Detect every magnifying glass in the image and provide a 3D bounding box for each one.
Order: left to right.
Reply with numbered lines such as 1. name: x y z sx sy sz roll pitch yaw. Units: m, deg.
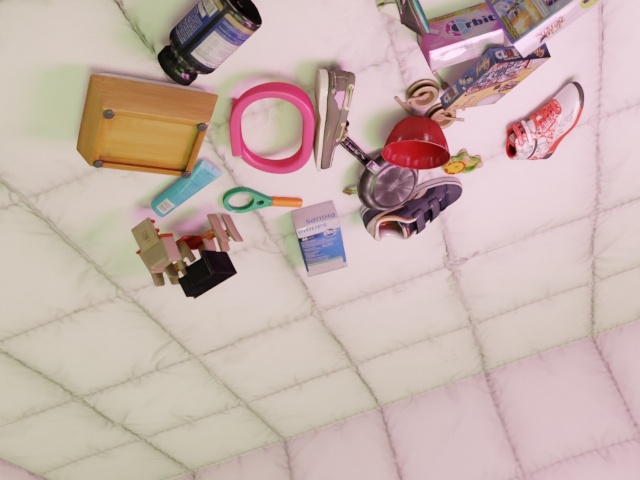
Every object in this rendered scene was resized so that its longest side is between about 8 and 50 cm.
1. magnifying glass: -0.163 -0.110 2.033 0.231 0.026 0.092 0 141 -21

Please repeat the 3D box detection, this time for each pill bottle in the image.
1. pill bottle: -0.239 -0.430 1.508 0.219 0.122 0.123 -35 139 25

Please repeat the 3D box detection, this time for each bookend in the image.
1. bookend: -0.339 0.097 1.992 0.157 0.072 0.156 -31 169 14

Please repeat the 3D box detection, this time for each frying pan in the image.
1. frying pan: 0.177 -0.209 1.986 0.197 0.053 0.326 -30 131 -6

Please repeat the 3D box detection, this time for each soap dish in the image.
1. soap dish: -0.404 -0.259 1.673 0.291 0.118 0.229 4 139 -26

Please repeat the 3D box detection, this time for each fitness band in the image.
1. fitness band: -0.119 -0.272 1.775 0.209 0.054 0.290 3 143 -2

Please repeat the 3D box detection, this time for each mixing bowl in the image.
1. mixing bowl: 0.256 -0.267 1.896 0.182 0.098 0.181 6 161 2

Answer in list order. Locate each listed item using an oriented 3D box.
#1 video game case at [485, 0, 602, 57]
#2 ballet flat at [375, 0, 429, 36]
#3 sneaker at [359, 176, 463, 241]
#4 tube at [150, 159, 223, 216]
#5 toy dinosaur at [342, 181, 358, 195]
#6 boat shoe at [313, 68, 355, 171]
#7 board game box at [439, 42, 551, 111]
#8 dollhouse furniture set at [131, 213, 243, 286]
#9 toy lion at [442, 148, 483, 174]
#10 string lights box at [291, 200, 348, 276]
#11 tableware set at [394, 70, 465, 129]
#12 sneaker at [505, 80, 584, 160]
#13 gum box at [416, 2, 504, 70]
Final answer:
1. video game case: 0.461 -0.550 1.481 0.244 0.269 0.061 -34 142 24
2. ballet flat: 0.154 -0.551 1.530 0.096 0.095 0.280 -15 134 15
3. sneaker: 0.288 -0.082 2.153 0.321 0.127 0.126 -19 142 3
4. tube: -0.361 -0.138 1.908 0.207 0.052 0.080 -34 149 18
5. toy dinosaur: 0.152 -0.163 2.055 0.183 0.053 0.093 -36 138 25
6. boat shoe: 0.030 -0.294 1.795 0.091 0.109 0.305 -4 138 -8
7. board game box: 0.423 -0.398 1.757 0.165 0.042 0.243 -12 168 -23
8. dollhouse furniture set: -0.396 0.009 2.008 0.262 0.135 0.259 -33 167 22
9. toy lion: 0.412 -0.221 2.096 0.100 0.034 0.096 16 140 -36
10. string lights box: 0.000 0.000 2.192 0.134 0.076 0.259 -15 143 -2
11. tableware set: 0.298 -0.348 1.878 0.128 0.039 0.194 -32 140 21
12. sneaker: 0.612 -0.322 1.984 0.145 0.090 0.270 -5 145 -17
13. gum box: 0.328 -0.477 1.664 0.189 0.107 0.062 -17 144 2
